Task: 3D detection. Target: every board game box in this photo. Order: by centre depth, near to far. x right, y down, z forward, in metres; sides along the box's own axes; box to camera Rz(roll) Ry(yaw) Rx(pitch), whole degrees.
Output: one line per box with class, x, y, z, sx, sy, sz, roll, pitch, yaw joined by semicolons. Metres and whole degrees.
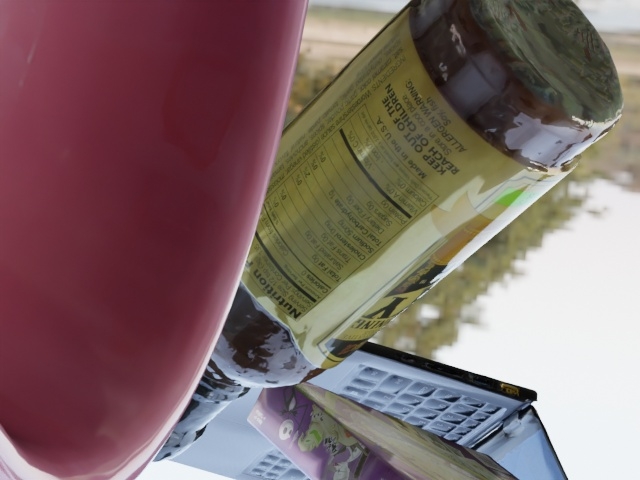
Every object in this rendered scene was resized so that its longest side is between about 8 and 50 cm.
board game box;0.113;0.189;0.983;0.208;0.056;0.347;30;-179;-31

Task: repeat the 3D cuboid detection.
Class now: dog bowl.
dog bowl;-0.097;-0.109;0.385;0.150;0.408;0.408;10;-176;8

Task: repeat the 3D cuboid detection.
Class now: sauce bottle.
sauce bottle;0.000;0.000;0.807;0.111;0.111;0.344;2;146;-45

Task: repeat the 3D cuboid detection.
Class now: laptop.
laptop;0.050;0.283;1.424;0.407;0.236;0.382;18;151;-12
